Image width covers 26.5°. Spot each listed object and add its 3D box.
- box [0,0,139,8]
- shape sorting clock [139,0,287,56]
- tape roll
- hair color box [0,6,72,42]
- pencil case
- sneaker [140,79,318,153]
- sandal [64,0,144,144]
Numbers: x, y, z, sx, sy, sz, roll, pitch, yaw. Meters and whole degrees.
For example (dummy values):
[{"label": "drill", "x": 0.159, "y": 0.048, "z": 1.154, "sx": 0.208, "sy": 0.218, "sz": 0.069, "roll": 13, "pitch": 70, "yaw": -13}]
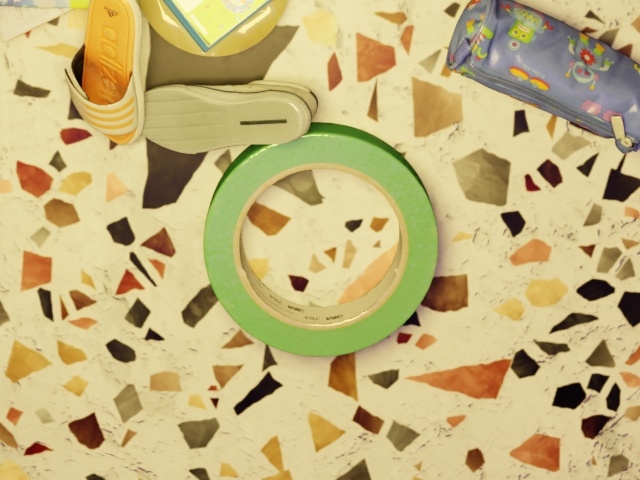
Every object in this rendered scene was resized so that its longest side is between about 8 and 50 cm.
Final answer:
[{"label": "box", "x": -0.323, "y": -0.351, "z": 1.728, "sx": 0.178, "sy": 0.042, "sz": 0.109, "roll": 0, "pitch": 107, "yaw": -2}, {"label": "shape sorting clock", "x": -0.142, "y": -0.346, "z": 1.788, "sx": 0.206, "sy": 0.040, "sz": 0.206, "roll": 0, "pitch": 104, "yaw": 1}, {"label": "tape roll", "x": 0.000, "y": 0.000, "z": 1.877, "sx": 0.321, "sy": 0.077, "sz": 0.321, "roll": 0, "pitch": 107, "yaw": -1}, {"label": "hair color box", "x": -0.360, "y": -0.338, "z": 1.782, "sx": 0.167, "sy": 0.053, "sz": 0.093, "roll": -24, "pitch": 106, "yaw": 7}, {"label": "pencil case", "x": 0.317, "y": -0.217, "z": 1.788, "sx": 0.306, "sy": 0.133, "sz": 0.119, "roll": 25, "pitch": 138, "yaw": -7}, {"label": "sneaker", "x": -0.125, "y": -0.168, "z": 1.821, "sx": 0.258, "sy": 0.091, "sz": 0.094, "roll": 6, "pitch": 112, "yaw": 20}, {"label": "sandal", "x": -0.286, "y": -0.215, "z": 1.749, "sx": 0.102, "sy": 0.076, "sz": 0.265, "roll": 27, "pitch": 142, "yaw": 15}]
